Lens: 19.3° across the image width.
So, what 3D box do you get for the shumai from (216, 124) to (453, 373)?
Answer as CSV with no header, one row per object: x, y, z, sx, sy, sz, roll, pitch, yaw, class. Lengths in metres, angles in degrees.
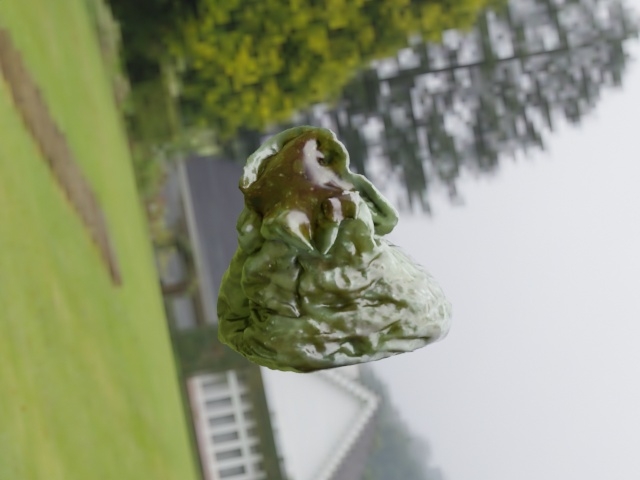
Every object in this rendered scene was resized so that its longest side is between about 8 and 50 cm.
0.000,0.000,0.638,0.083,0.082,0.080,3,-77,36,shumai
